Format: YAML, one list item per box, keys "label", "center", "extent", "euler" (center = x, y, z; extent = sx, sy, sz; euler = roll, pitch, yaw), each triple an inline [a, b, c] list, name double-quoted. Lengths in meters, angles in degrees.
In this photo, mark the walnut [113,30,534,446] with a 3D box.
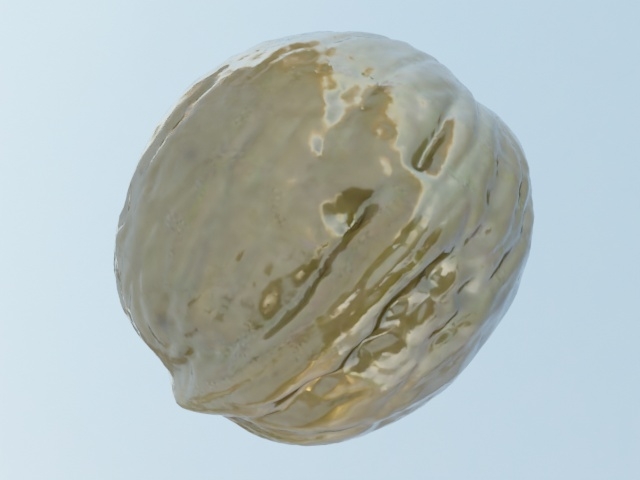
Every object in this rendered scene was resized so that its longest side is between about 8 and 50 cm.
- label: "walnut"
  center: [0.000, 0.000, 1.258]
  extent: [0.333, 0.333, 0.333]
  euler: [-7, -99, 59]
